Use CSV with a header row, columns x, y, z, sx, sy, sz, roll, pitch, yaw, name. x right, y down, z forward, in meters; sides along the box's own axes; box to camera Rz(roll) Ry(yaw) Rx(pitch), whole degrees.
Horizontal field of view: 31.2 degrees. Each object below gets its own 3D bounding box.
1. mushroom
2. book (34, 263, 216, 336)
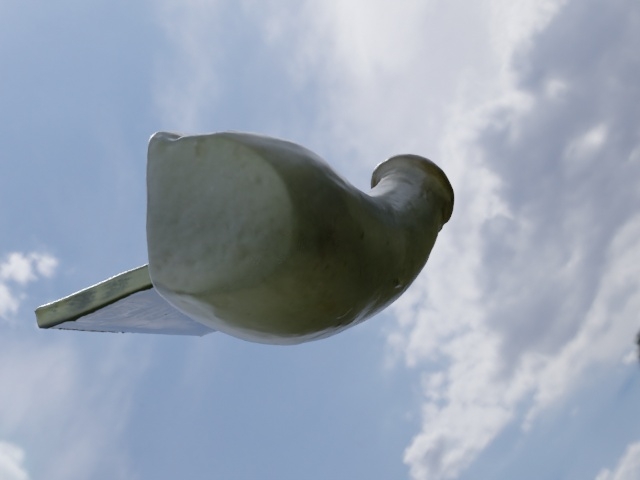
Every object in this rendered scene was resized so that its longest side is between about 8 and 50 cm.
x,y,z,sx,sy,sz,roll,pitch,yaw,name
0.000,0.000,0.667,0.270,0.103,0.118,1,-84,-62,mushroom
-0.102,0.048,1.243,0.260,0.043,0.371,-20,-11,15,book
